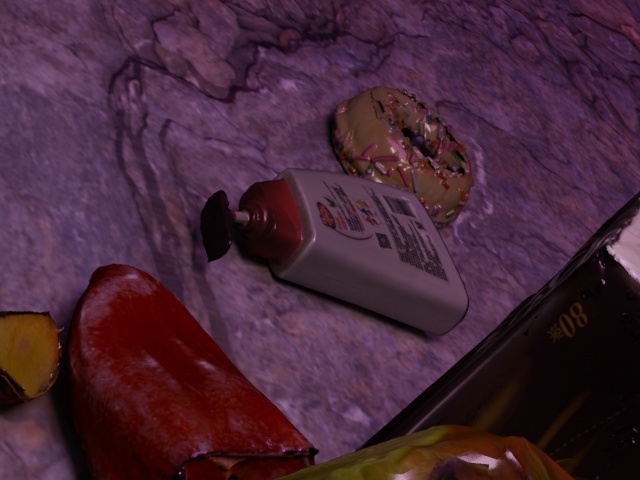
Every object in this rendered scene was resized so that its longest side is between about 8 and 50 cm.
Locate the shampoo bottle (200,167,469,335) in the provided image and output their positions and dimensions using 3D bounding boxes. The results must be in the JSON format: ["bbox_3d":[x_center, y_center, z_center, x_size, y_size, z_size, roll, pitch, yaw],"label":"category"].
[{"bbox_3d":[0.000,0.000,1.500,0.284,0.071,0.153,10,45,-43],"label":"shampoo bottle"}]

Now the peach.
[{"bbox_3d":[-0.212,0.072,1.137,0.077,0.050,0.083,56,30,-30],"label":"peach"}]

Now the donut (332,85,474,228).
[{"bbox_3d":[0.089,-0.091,1.740,0.175,0.068,0.174,32,29,-20],"label":"donut"}]

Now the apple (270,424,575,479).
[{"bbox_3d":[0.004,0.256,0.866,0.384,0.374,0.374,31,30,-23],"label":"apple"}]

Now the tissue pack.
[{"bbox_3d":[0.176,0.150,1.203,0.210,0.370,0.198,47,29,7],"label":"tissue pack"}]

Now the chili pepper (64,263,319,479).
[{"bbox_3d":[-0.117,0.109,1.177,0.144,0.136,0.252,-28,54,-15],"label":"chili pepper"}]
